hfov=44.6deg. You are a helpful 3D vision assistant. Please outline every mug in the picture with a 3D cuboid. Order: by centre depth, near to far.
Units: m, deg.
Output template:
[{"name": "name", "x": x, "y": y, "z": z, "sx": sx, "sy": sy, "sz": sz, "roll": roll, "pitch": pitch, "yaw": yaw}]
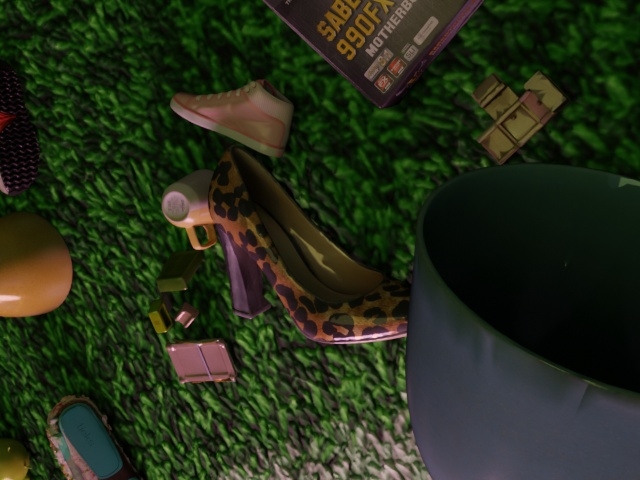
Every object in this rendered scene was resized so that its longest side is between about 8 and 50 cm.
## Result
[{"name": "mug", "x": -0.133, "y": -0.037, "z": 0.839, "sx": 0.078, "sy": 0.064, "sz": 0.062, "roll": 46, "pitch": 114, "yaw": 7}]

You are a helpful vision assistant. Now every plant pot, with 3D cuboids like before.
[{"name": "plant pot", "x": 0.198, "y": 0.109, "z": 0.620, "sx": 0.293, "sy": 0.293, "sz": 0.235, "roll": 21, "pitch": 125, "yaw": 18}, {"name": "plant pot", "x": -0.387, "y": 0.038, "z": 0.948, "sx": 0.134, "sy": 0.095, "sz": 0.134, "roll": 5, "pitch": 103, "yaw": 22}]

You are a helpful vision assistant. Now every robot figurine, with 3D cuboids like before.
[{"name": "robot figurine", "x": -0.441, "y": 0.305, "z": 1.049, "sx": 0.115, "sy": 0.067, "sz": 0.101, "roll": -23, "pitch": 120, "yaw": 26}]

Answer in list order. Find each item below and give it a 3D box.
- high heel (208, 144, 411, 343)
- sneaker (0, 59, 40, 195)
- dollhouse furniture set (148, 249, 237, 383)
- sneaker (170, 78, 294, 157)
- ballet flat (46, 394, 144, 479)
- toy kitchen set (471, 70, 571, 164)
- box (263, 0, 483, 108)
[{"name": "high heel", "x": 0.000, "y": 0.000, "z": 0.767, "sx": 0.261, "sy": 0.093, "sz": 0.186, "roll": 5, "pitch": 113, "yaw": 31}, {"name": "sneaker", "x": -0.390, "y": -0.134, "z": 0.940, "sx": 0.075, "sy": 0.057, "sz": 0.161, "roll": 0, "pitch": 104, "yaw": 40}, {"name": "dollhouse furniture set", "x": -0.144, "y": 0.091, "z": 0.897, "sx": 0.076, "sy": 0.058, "sz": 0.151, "roll": -7, "pitch": 118, "yaw": 17}, {"name": "sneaker", "x": -0.087, "y": -0.142, "z": 0.804, "sx": 0.134, "sy": 0.051, "sz": 0.070, "roll": 25, "pitch": 109, "yaw": 13}, {"name": "ballet flat", "x": -0.273, "y": 0.306, "z": 0.982, "sx": 0.077, "sy": 0.091, "sz": 0.241, "roll": -25, "pitch": 87, "yaw": 56}, {"name": "toy kitchen set", "x": 0.164, "y": -0.119, "z": 0.686, "sx": 0.083, "sy": 0.075, "sz": 0.068, "roll": -45, "pitch": 82, "yaw": 21}, {"name": "box", "x": 0.068, "y": -0.266, "z": 0.704, "sx": 0.183, "sy": 0.056, "sz": 0.231, "roll": 45, "pitch": 115, "yaw": 7}]
